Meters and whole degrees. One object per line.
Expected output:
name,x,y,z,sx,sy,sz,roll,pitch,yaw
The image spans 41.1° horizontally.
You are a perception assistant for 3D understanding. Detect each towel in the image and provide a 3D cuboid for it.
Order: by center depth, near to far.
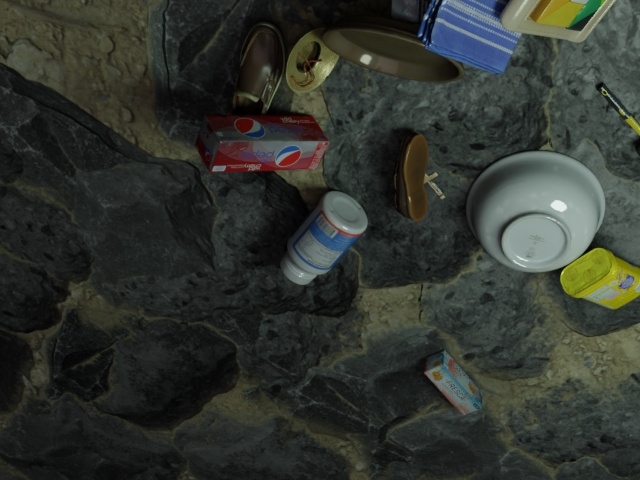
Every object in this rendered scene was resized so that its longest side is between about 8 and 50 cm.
towel,0.315,-0.458,1.452,0.243,0.040,0.336,8,115,-43

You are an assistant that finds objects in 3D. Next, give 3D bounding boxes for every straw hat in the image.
straw hat,-0.033,-0.375,1.716,0.061,0.144,0.145,44,138,34

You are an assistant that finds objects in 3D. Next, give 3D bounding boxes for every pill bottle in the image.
pill bottle,0.000,0.000,1.954,0.124,0.124,0.221,32,127,-12

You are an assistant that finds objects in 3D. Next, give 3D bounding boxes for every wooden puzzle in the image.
wooden puzzle,0.453,-0.443,1.488,0.238,0.044,0.221,-2,139,-40

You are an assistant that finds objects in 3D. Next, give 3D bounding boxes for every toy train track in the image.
toy train track,0.247,-0.120,1.878,0.048,0.014,0.083,-30,115,30

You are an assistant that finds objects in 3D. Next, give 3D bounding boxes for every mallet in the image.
mallet,0.610,-0.235,1.701,0.189,0.039,0.062,37,128,-10

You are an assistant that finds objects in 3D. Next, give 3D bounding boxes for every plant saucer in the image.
plant saucer,0.139,-0.360,1.601,0.277,0.278,0.041,16,89,0

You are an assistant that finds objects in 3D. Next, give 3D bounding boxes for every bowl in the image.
bowl,0.458,-0.034,1.821,0.297,0.134,0.298,6,127,9

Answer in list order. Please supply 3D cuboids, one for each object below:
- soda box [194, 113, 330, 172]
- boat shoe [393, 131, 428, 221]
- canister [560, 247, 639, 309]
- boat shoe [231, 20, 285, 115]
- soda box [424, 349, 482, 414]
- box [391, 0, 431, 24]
soda box,-0.119,-0.202,1.764,0.263,0.092,0.083,-4,137,-34
boat shoe,0.186,-0.140,1.842,0.073,0.073,0.207,31,133,42
canister,0.626,0.088,1.871,0.169,0.073,0.126,19,133,-39
boat shoe,-0.133,-0.319,1.761,0.095,0.095,0.258,15,128,1
soda box,0.343,0.366,2.193,0.063,0.058,0.183,-28,117,29
box,0.205,-0.521,1.491,0.142,0.163,0.247,5,128,10
